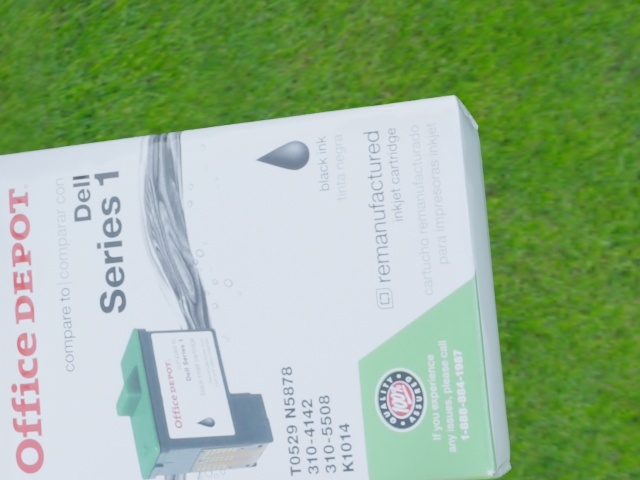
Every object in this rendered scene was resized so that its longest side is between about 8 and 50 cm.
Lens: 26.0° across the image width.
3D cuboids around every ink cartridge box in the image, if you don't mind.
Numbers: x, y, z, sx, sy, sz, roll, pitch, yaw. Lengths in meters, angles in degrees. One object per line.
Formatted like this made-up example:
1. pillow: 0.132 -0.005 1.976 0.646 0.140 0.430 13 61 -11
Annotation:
1. ink cartridge box: -0.035 0.033 0.613 0.219 0.092 0.160 -7 84 12
